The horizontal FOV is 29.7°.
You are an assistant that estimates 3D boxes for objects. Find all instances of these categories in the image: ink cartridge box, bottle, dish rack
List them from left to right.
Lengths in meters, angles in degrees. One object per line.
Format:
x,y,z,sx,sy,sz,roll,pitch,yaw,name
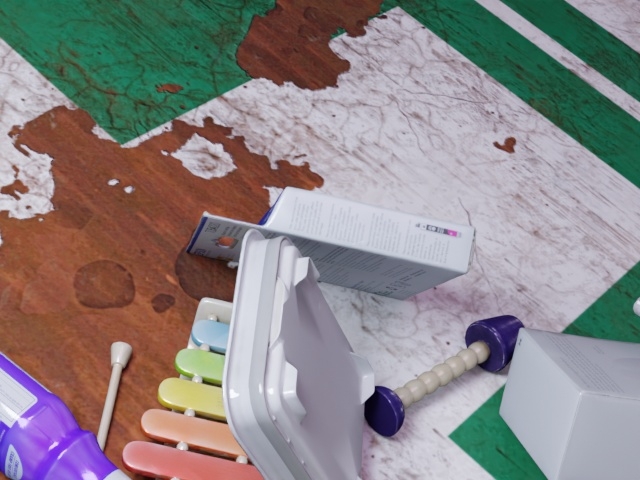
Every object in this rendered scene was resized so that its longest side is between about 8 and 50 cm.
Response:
-0.342,0.216,1.384,0.283,0.118,0.092,36,48,13,bottle
-0.010,0.172,1.405,0.072,0.332,0.285,-11,46,18,dish rack
0.000,0.000,1.580,0.330,0.324,0.071,14,80,-9,ink cartridge box

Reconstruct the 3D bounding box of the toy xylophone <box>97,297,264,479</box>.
-0.154,0.213,1.481,0.236,0.081,0.322,9,46,-12,toy xylophone

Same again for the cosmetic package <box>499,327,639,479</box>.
0.380,0.225,1.563,0.225,0.138,0.224,10,14,-12,cosmetic package

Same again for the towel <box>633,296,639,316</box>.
0.572,0.196,1.643,0.317,0.053,0.332,43,6,23,towel

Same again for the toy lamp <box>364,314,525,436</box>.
0.175,0.173,1.639,0.275,0.080,0.080,-24,60,-36,toy lamp
